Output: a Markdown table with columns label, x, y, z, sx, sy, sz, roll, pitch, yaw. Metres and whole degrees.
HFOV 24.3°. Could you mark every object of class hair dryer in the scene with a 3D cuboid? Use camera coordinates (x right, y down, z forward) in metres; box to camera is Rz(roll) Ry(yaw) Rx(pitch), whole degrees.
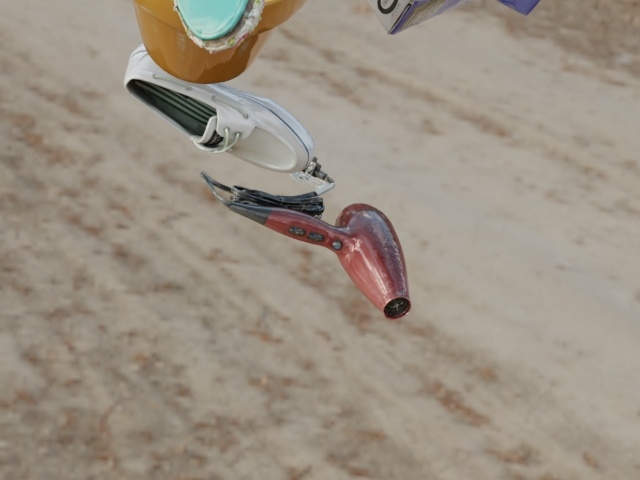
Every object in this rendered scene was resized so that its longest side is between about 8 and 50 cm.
| label | x | y | z | sx | sy | sz | roll | pitch | yaw |
| --- | --- | --- | --- | --- | --- | --- | --- | --- | --- |
| hair dryer | 0.000 | 0.000 | 1.825 | 0.293 | 0.080 | 0.223 | 37 | 33 | 19 |

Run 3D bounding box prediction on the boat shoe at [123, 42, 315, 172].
| label | x | y | z | sx | sy | sz | roll | pitch | yaw |
| --- | --- | --- | --- | --- | --- | --- | --- | --- | --- |
| boat shoe | -0.114 | -0.125 | 1.600 | 0.226 | 0.083 | 0.076 | 28 | 41 | -8 |

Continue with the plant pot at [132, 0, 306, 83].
| label | x | y | z | sx | sy | sz | roll | pitch | yaw |
| --- | --- | --- | --- | --- | --- | --- | --- | --- | --- |
| plant pot | -0.109 | -0.259 | 1.479 | 0.205 | 0.188 | 0.205 | 5 | 62 | -9 |

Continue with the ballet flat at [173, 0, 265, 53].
| label | x | y | z | sx | sy | sz | roll | pitch | yaw |
| --- | --- | --- | --- | --- | --- | --- | --- | --- | --- |
| ballet flat | -0.078 | -0.238 | 1.155 | 0.091 | 0.241 | 0.077 | -23 | -28 | 18 |

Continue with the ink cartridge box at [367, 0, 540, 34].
| label | x | y | z | sx | sy | sz | roll | pitch | yaw |
| --- | --- | --- | --- | --- | --- | --- | --- | --- | --- |
| ink cartridge box | 0.095 | -0.400 | 1.532 | 0.151 | 0.395 | 0.270 | -26 | -10 | -23 |
